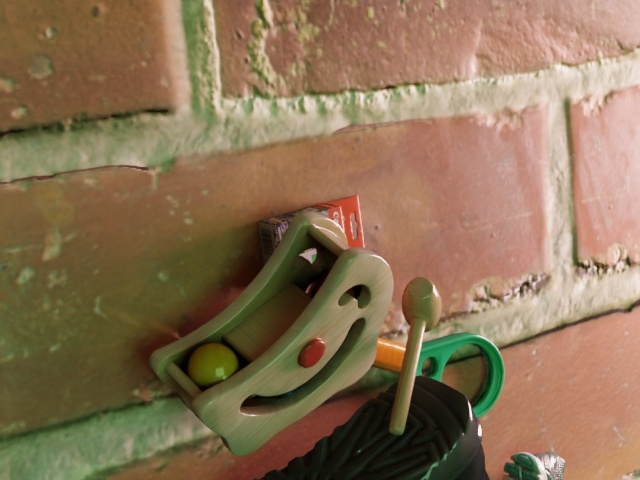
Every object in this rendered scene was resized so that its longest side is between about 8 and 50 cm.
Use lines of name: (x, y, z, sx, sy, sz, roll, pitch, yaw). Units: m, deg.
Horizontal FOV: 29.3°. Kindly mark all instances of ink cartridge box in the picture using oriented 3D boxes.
ink cartridge box: (0.000, 0.000, 1.140, 0.115, 0.029, 0.063, -17, 107, -31)

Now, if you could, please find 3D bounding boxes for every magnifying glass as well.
magnifying glass: (0.099, 0.125, 1.234, 0.231, 0.026, 0.092, 19, 86, -37)

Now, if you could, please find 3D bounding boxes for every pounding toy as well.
pounding toy: (0.005, 0.085, 1.051, 0.269, 0.155, 0.154, -32, 139, -25)

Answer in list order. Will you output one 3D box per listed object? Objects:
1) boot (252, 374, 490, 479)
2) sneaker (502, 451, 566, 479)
boot: (0.060, 0.390, 1.186, 0.367, 0.146, 0.445, -31, 128, -7)
sneaker: (0.242, 0.307, 1.339, 0.076, 0.065, 0.167, -9, 107, -43)
